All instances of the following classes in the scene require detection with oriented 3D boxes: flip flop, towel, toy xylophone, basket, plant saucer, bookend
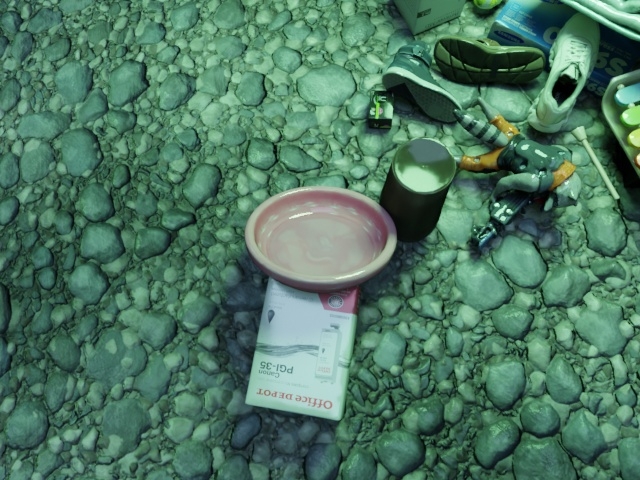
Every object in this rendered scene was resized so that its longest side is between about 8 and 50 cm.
[{"bbox_3d":[0.432,-0.474,1.127,0.277,0.112,0.080,8,50,9],"label":"flip flop"},{"bbox_3d":[0.702,-0.557,1.010,0.320,0.090,0.374,-19,57,-37],"label":"towel"},{"bbox_3d":[0.722,-0.217,0.960,0.236,0.081,0.323,-27,75,-2],"label":"toy xylophone"},{"bbox_3d":[0.215,-0.121,0.979,0.154,0.227,0.204,7,76,7],"label":"basket"},{"bbox_3d":[0.000,0.000,0.976,0.332,0.084,0.332,1,41,-1],"label":"plant saucer"},{"bbox_3d":[0.812,-0.206,1.031,0.157,0.072,0.156,4,75,5],"label":"bookend"}]

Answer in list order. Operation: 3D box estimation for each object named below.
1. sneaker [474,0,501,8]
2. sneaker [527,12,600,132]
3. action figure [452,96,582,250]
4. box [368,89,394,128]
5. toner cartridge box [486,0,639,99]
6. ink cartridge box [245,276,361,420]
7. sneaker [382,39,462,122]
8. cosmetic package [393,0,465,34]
[{"bbox_3d":[0.446,-0.740,1.211,0.126,0.091,0.240,-17,73,-19],"label":"sneaker"},{"bbox_3d":[0.586,-0.404,1.020,0.110,0.118,0.292,19,89,15],"label":"sneaker"},{"bbox_3d":[0.426,-0.157,1.002,0.330,0.178,0.341,33,77,22],"label":"action figure"},{"bbox_3d":[0.157,-0.340,1.133,0.062,0.052,0.083,3,74,6],"label":"box"},{"bbox_3d":[0.634,-0.524,1.130,0.348,0.075,0.165,34,80,12],"label":"toner cartridge box"},{"bbox_3d":[-0.031,0.231,0.962,0.207,0.117,0.283,7,75,6],"label":"ink cartridge box"},{"bbox_3d":[0.283,-0.417,1.126,0.226,0.086,0.163,30,59,-9],"label":"sneaker"},{"bbox_3d":[0.290,-0.684,1.145,0.151,0.184,0.151,-23,74,-2],"label":"cosmetic package"}]
